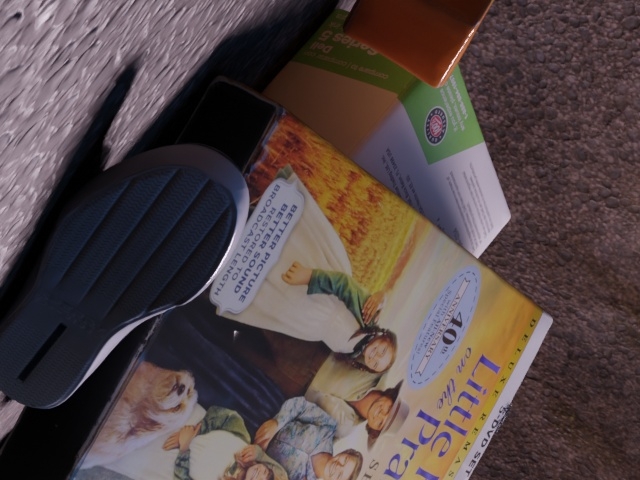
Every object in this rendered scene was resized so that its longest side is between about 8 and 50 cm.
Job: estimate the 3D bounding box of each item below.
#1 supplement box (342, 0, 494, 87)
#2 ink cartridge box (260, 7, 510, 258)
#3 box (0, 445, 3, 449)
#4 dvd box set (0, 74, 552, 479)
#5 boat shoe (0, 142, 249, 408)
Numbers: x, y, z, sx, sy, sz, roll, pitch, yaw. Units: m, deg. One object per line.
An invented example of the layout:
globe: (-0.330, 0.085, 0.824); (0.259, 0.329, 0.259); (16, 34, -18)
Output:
supplement box: (0.103, -0.212, 1.260); (0.233, 0.078, 0.080); (-60, 180, -36)
ink cartridge box: (0.000, 0.000, 1.394); (0.273, 0.115, 0.198); (-49, 140, -23)
box: (-0.307, 0.272, 1.522); (0.220, 0.051, 0.175); (-50, 177, -34)
dvd box set: (-0.016, 0.110, 1.277); (0.307, 0.062, 0.420); (-60, 145, -4)
boat shoe: (-0.110, 0.004, 1.027); (0.226, 0.083, 0.076); (-38, -162, 39)
